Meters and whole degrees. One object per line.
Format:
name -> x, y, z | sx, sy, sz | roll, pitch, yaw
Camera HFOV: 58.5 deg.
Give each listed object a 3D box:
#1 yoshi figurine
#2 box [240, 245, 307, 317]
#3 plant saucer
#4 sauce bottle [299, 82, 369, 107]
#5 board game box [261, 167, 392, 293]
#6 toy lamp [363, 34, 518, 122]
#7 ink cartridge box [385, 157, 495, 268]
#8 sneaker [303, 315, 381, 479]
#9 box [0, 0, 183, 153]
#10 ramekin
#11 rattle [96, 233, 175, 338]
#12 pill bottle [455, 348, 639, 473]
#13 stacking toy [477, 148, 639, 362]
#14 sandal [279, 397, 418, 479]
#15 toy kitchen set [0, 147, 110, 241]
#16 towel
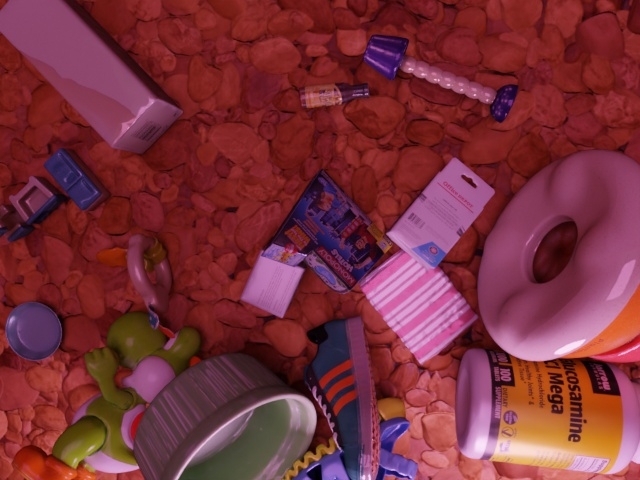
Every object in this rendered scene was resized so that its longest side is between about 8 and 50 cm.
yoshi figurine -> -0.386, 0.274, 1.049 | 0.362, 0.203, 0.203 | -48, 122, -22
box -> -0.084, 0.073, 1.060 | 0.087, 0.102, 0.101 | 24, 96, 0
plant saucer -> -0.573, 0.181, 1.152 | 0.119, 0.021, 0.119 | 0, 94, 6
sauce bottle -> 0.025, -0.272, 1.058 | 0.128, 0.042, 0.042 | -7, 93, 7
board game box -> 0.000, 0.000, 1.012 | 0.194, 0.060, 0.194 | 47, 54, 1
toy lamp -> 0.211, -0.296, 1.023 | 0.275, 0.080, 0.080 | 22, 95, 1
ink cartridge box -> 0.216, -0.048, 1.036 | 0.104, 0.060, 0.180 | 41, 84, 2
sneaker -> 0.034, 0.275, 1.002 | 0.121, 0.302, 0.108 | -11, 137, 8
box -> -0.417, -0.314, 1.046 | 0.121, 0.148, 0.311 | -44, 87, 7
ramekin -> -0.168, 0.343, 0.990 | 0.148, 0.303, 0.303 | 37, 97, 38
rattle -> -0.349, 0.096, 1.060 | 0.143, 0.130, 0.199 | -10, 76, -5
pill bottle -> 0.414, 0.295, 0.986 | 0.334, 0.188, 0.188 | 5, 94, 5
stacking toy -> 0.540, 0.094, 0.949 | 0.480, 0.350, 0.350 | 24, 96, -15
sandal -> 0.050, 0.427, 1.030 | 0.317, 0.126, 0.138 | -40, 52, 4
toy kitchen set -> -0.536, -0.064, 1.060 | 0.207, 0.166, 0.122 | -42, 89, 7
towel -> 0.184, 0.115, 1.078 | 0.144, 0.029, 0.197 | -39, 90, 4
